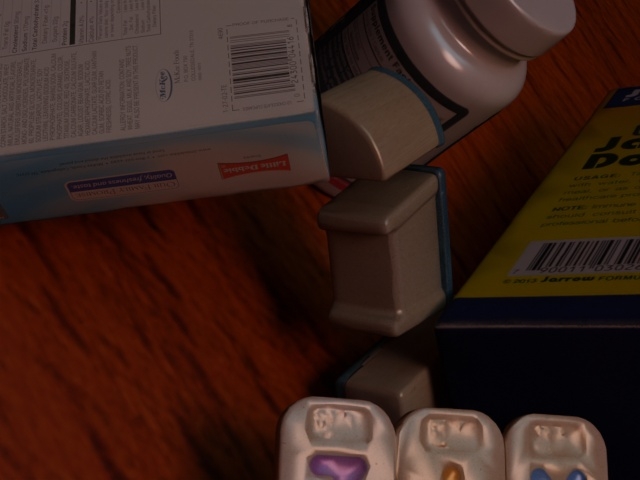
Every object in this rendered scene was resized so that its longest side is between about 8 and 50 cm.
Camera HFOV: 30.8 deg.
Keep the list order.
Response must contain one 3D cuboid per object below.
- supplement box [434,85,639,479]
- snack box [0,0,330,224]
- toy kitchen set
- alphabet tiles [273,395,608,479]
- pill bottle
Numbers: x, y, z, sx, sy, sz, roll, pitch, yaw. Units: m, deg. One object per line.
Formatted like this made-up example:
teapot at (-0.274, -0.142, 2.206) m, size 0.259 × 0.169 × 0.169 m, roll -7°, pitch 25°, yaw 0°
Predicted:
supplement box at (0.241, 0.044, 0.715) m, size 0.356 × 0.195 × 0.194 m, roll -45°, pitch 125°, yaw -50°
snack box at (-0.104, -0.163, 0.595) m, size 0.187 × 0.060 × 0.321 m, roll -7°, pitch 58°, yaw 2°
toy kitchen set at (0.000, 0.000, 0.666) m, size 0.122 × 0.166 × 0.207 m, roll -34°, pitch 124°, yaw -50°
alphabet tiles at (0.060, 0.210, 0.506) m, size 0.284 × 0.021 × 0.277 m, roll 8°, pitch 73°, yaw -19°
pill bottle at (0.062, -0.109, 0.710) m, size 0.108 × 0.180 × 0.108 m, roll 26°, pitch 47°, yaw -31°
